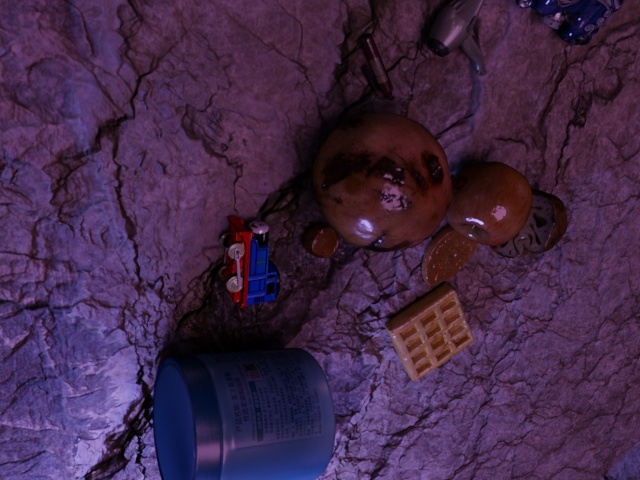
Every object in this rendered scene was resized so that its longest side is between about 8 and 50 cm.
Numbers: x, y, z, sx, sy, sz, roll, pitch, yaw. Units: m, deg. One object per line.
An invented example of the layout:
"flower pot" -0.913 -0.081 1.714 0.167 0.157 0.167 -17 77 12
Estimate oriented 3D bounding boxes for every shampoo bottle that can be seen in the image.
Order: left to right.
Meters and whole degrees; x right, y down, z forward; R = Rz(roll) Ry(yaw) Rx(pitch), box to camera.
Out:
"shampoo bottle" -0.183 0.423 1.669 0.342 0.331 0.331 -1 118 -29

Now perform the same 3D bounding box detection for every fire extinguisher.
"fire extinguisher" 0.122 -0.368 1.559 0.049 0.035 0.173 -36 125 -9

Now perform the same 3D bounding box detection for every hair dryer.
"hair dryer" 0.350 -0.497 1.589 0.225 0.088 0.219 8 110 -45

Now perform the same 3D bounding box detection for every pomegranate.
"pomegranate" 0.137 -0.127 1.546 0.322 0.322 0.322 -13 123 -21

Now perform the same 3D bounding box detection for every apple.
"apple" 0.417 -0.094 1.768 0.211 0.211 0.188 39 69 -38

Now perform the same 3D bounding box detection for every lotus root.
"lotus root" 0.569 -0.037 1.902 0.180 0.188 0.199 7 112 -46

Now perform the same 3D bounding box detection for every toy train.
"toy train" -0.161 0.047 1.619 0.131 0.083 0.204 -8 123 -23

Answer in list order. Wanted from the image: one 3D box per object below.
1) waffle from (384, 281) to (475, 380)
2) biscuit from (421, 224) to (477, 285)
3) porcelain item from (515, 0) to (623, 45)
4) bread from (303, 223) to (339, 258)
"waffle" 0.312 0.263 2.011 0.221 0.055 0.248 -33 128 -7
"biscuit" 0.348 0.028 1.910 0.142 0.029 0.221 28 102 -38
"porcelain item" 0.567 -0.559 1.635 0.288 0.138 0.186 2 133 -34
"bread" 0.000 0.000 1.696 0.085 0.053 0.085 -12 113 -30
